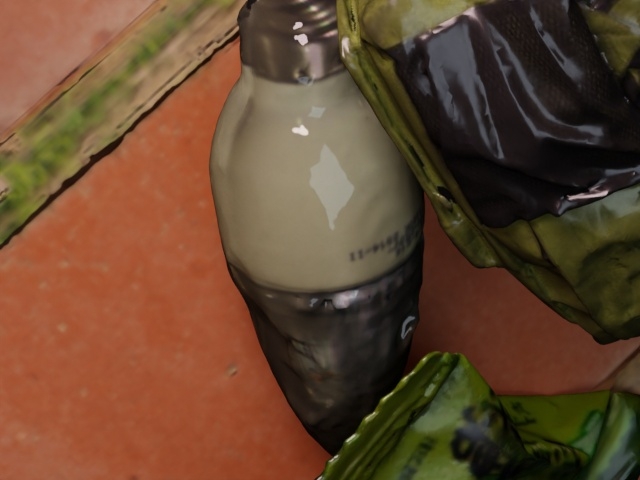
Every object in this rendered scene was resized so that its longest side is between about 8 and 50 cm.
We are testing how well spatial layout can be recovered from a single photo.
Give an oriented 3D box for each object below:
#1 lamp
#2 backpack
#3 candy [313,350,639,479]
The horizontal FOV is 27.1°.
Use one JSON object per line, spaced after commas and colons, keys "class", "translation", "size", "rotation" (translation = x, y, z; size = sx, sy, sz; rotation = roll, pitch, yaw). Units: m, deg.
{"class": "lamp", "translation": [0.000, 0.000, 0.612], "size": [0.101, 0.101, 0.250], "rotation": [-16, 126, -15]}
{"class": "backpack", "translation": [0.107, -0.074, 0.573], "size": [0.140, 0.207, 0.253], "rotation": [-22, 129, 20]}
{"class": "candy", "translation": [0.078, 0.124, 0.694], "size": [0.246, 0.069, 0.149], "rotation": [20, 104, -51]}
